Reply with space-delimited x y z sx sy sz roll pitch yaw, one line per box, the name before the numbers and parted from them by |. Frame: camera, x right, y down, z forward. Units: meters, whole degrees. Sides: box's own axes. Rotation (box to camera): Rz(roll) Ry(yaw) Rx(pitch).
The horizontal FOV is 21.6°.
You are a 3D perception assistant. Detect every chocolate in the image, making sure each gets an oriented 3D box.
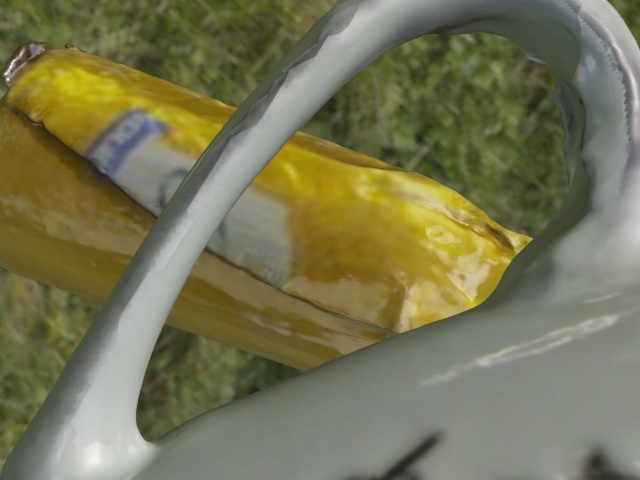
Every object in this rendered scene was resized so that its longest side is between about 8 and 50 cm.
chocolate | 0.000 0.000 1.030 0.162 0.445 0.162 -50 150 -44

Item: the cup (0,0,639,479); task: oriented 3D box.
cup | 0.018 0.072 0.358 0.234 0.186 0.258 -13 88 -12
